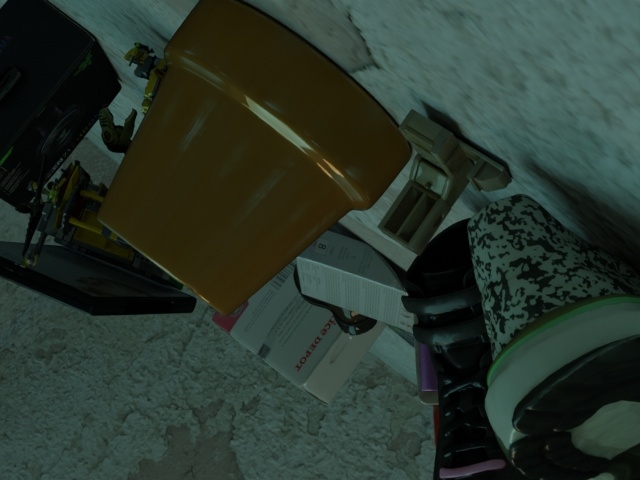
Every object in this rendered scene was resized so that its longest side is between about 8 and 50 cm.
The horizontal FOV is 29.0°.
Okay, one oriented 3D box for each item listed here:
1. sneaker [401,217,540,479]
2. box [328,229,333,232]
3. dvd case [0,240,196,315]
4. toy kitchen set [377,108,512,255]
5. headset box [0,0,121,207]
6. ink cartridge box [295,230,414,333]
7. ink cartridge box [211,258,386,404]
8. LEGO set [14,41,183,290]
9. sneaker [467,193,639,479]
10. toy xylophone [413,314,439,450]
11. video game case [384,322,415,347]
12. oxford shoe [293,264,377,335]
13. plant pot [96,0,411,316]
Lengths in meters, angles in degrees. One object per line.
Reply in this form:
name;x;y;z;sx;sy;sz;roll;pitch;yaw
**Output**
sneaker;0.108;0.108;0.922;0.104;0.296;0.147;-15;132;33
box;0.000;0.000;1.825;0.164;0.021;0.201;39;174;-17
dvd case;-0.262;0.041;1.354;0.180;0.022;0.253;21;-177;17
toy kitchen set;0.078;-0.030;0.824;0.068;0.075;0.083;34;178;24
headset box;-0.414;-0.191;1.703;0.131;0.246;0.283;38;173;3
ink cartridge box;0.083;0.063;1.671;0.232;0.066;0.189;15;163;7
ink cartridge box;-0.042;0.155;2.384;0.283;0.207;0.117;33;174;39
LEGO set;-0.220;-0.083;1.344;0.192;0.255;0.331;20;180;4
sneaker;0.206;0.078;0.867;0.410;0.158;0.182;43;-157;-58
toy xylophone;0.159;0.169;1.381;0.081;0.236;0.323;-4;158;8
video game case;0.158;0.161;2.144;0.173;0.022;0.190;41;173;-31
oxford shoe;0.017;0.068;2.089;0.227;0.083;0.096;33;151;53
plant pot;-0.066;-0.053;0.955;0.205;0.188;0.205;37;174;4
